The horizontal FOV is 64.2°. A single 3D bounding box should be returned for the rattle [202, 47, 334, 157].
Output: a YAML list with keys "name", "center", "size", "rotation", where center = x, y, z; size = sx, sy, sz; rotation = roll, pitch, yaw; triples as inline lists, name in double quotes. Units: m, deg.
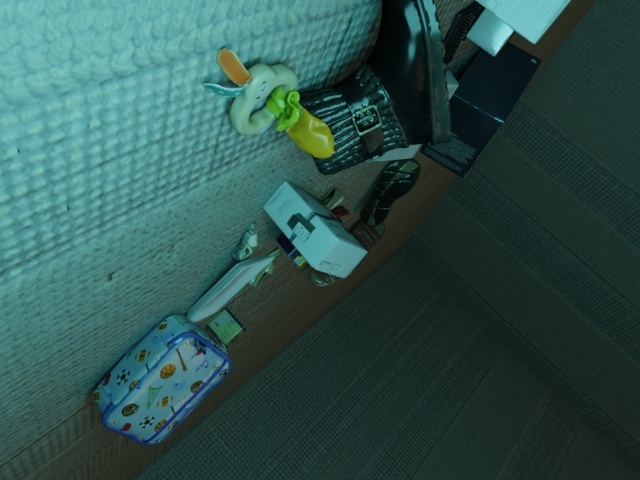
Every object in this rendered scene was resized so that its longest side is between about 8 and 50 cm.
- name: "rattle"
  center: [-0.067, -0.181, 0.733]
  size: [0.130, 0.143, 0.199]
  rotation: [-27, 174, 4]

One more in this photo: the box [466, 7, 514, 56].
- name: "box"
  center: [0.458, -0.559, 1.264]
  size: [0.170, 0.091, 0.130]
  rotation: [-55, 174, 32]

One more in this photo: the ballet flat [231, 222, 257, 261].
- name: "ballet flat"
  center: [-0.170, 0.008, 1.204]
  size: [0.114, 0.041, 0.041]
  rotation: [-53, 165, 31]

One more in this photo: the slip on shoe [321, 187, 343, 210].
- name: "slip on shoe"
  center: [0.007, -0.094, 1.443]
  size: [0.135, 0.051, 0.041]
  rotation: [-40, 137, -3]

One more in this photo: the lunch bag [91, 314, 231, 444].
- name: "lunch bag"
  center: [-0.365, 0.337, 1.229]
  size: [0.303, 0.115, 0.243]
  rotation: [-44, 137, -11]

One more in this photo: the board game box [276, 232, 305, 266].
- name: "board game box"
  center: [-0.039, -0.018, 1.338]
  size: [0.141, 0.048, 0.170]
  rotation: [-44, -159, -2]

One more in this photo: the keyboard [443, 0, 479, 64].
- name: "keyboard"
  center: [0.341, -0.505, 1.267]
  size: [0.108, 0.023, 0.180]
  rotation: [-39, 167, -26]

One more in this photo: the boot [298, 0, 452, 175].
- name: "boot"
  center: [0.072, -0.281, 0.852]
  size: [0.260, 0.348, 0.131]
  rotation: [-10, -148, 10]

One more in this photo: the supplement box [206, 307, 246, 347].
- name: "supplement box"
  center: [-0.284, 0.265, 1.542]
  size: [0.083, 0.083, 0.056]
  rotation: [-41, 166, -13]

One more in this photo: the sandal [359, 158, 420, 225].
- name: "sandal"
  center: [0.233, -0.181, 1.797]
  size: [0.303, 0.120, 0.086]
  rotation: [-52, -166, 35]

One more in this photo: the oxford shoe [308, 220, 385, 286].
- name: "oxford shoe"
  center: [0.102, 0.063, 2.034]
  size: [0.397, 0.140, 0.146]
  rotation: [-37, 172, -25]

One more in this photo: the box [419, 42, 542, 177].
- name: "box"
  center: [0.485, -0.409, 1.571]
  size: [0.296, 0.182, 0.294]
  rotation: [-54, 173, -25]

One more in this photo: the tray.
- name: "tray"
  center: [-0.240, 0.122, 1.285]
  size: [0.270, 0.030, 0.145]
  rotation: [-42, 170, 27]

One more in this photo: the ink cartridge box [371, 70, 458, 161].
- name: "ink cartridge box"
  center: [0.192, -0.312, 1.322]
  size: [0.238, 0.060, 0.275]
  rotation: [-10, 151, -25]

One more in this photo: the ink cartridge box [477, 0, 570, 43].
- name: "ink cartridge box"
  center: [0.467, -0.561, 1.160]
  size: [0.145, 0.179, 0.045]
  rotation: [-53, 177, 31]

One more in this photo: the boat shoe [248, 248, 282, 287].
- name: "boat shoe"
  center: [-0.155, 0.082, 1.470]
  size: [0.135, 0.045, 0.050]
  rotation: [-45, 168, -3]

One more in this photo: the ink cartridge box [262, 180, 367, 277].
- name: "ink cartridge box"
  center: [-0.011, -0.023, 1.153]
  size: [0.087, 0.208, 0.153]
  rotation: [-48, 149, 13]

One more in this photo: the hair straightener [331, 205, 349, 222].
- name: "hair straightener"
  center: [0.005, -0.050, 1.560]
  size: [0.089, 0.047, 0.230]
  rotation: [-53, 165, 29]

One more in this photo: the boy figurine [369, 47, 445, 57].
- name: "boy figurine"
  center: [0.138, -0.322, 1.034]
  size: [0.285, 0.092, 0.177]
  rotation: [-47, 149, -8]
